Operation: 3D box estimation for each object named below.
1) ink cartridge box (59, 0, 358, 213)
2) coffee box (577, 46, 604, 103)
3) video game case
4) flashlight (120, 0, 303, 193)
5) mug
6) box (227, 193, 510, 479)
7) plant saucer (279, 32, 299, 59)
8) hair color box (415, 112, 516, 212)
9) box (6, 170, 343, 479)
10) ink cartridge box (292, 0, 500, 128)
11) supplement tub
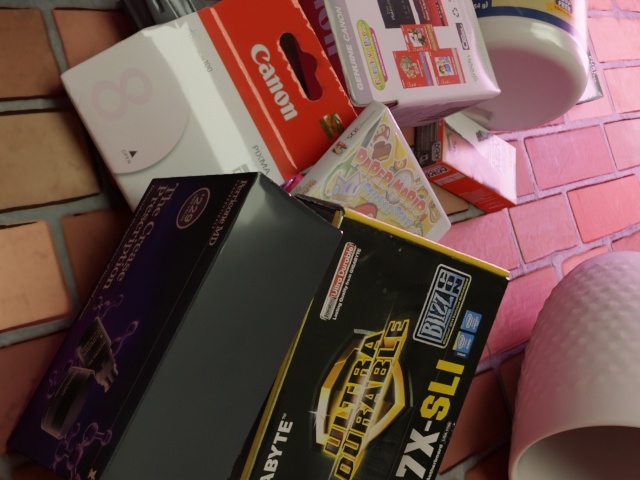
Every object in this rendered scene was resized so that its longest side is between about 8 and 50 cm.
[{"bbox_3d":[-0.097,-0.124,0.934,0.189,0.232,0.066,62,2,-8],"label":"ink cartridge box"},{"bbox_3d":[0.400,-0.274,1.636,0.184,0.040,0.113,-20,92,-48],"label":"coffee box"},{"bbox_3d":[0.033,0.000,1.012,0.206,0.026,0.227,-49,142,-9],"label":"video game case"},{"bbox_3d":[-0.101,-0.126,1.005,0.103,0.103,0.304,-39,106,-44],"label":"flashlight"},{"bbox_3d":[0.407,0.219,1.329,0.374,0.276,0.328,76,23,-43],"label":"mug"},{"bbox_3d":[0.033,0.143,0.965,0.257,0.079,0.322,20,91,-43],"label":"box"},{"bbox_3d":[-0.002,-0.330,1.232,0.241,0.037,0.241,19,62,-41],"label":"plant saucer"},{"bbox_3d":[0.201,-0.111,1.356,0.167,0.053,0.093,23,61,-39],"label":"hair color box"},{"bbox_3d":[-0.119,0.081,0.794,0.103,0.184,0.261,37,70,-33],"label":"box"},{"bbox_3d":[0.043,-0.287,1.138,0.271,0.130,0.310,-13,86,-46],"label":"ink cartridge box"},{"bbox_3d":[0.251,-0.335,1.358,0.228,0.228,0.316,28,57,-37],"label":"supplement tub"}]
